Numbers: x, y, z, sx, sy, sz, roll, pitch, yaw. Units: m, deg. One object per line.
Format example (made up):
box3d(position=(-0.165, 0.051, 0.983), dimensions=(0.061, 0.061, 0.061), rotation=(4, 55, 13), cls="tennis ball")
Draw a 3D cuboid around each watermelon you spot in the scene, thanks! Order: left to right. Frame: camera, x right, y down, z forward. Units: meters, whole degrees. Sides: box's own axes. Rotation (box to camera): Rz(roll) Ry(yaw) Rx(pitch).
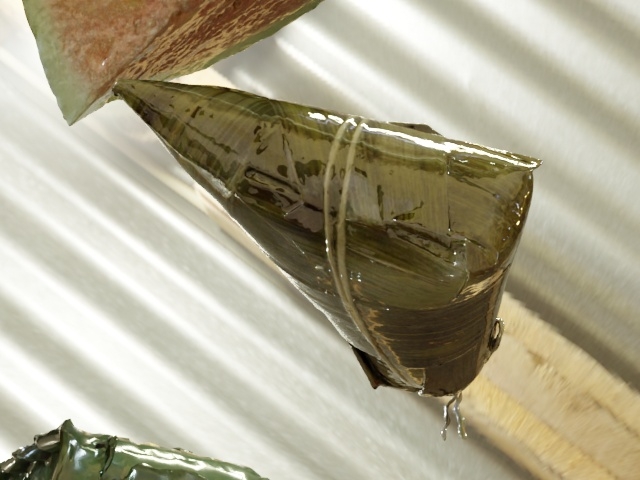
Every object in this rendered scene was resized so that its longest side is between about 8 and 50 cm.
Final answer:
box3d(position=(-0.074, -0.207, 0.965), dimensions=(0.260, 0.256, 0.176), rotation=(-33, -145, 11), cls="watermelon")

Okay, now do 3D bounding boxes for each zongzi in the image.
box3d(position=(0.000, 0.000, 0.987), dimensions=(0.241, 0.248, 0.111), rotation=(21, -116, 11), cls="zongzi")

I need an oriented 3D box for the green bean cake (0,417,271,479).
box3d(position=(-0.112, 0.226, 0.761), dimensions=(0.132, 0.241, 0.255), rotation=(16, -113, -21), cls="green bean cake")
